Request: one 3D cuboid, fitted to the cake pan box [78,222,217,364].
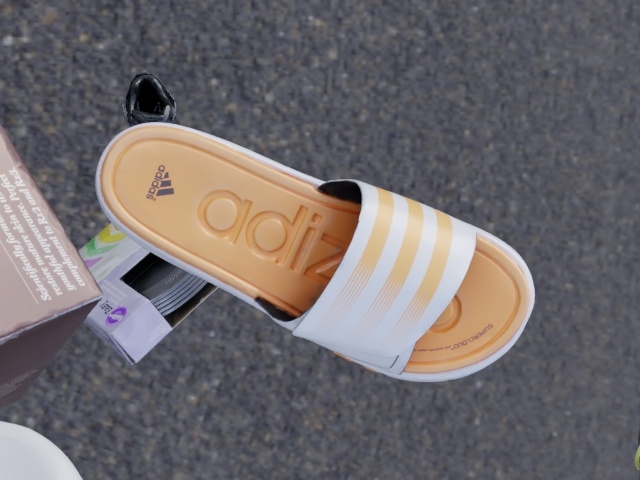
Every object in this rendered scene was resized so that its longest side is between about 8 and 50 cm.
[{"bbox_3d":[-0.235,0.034,1.633,0.246,0.267,0.070,-44,124,-13],"label":"cake pan box"}]

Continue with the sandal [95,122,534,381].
[{"bbox_3d":[-0.005,0.010,0.653,0.076,0.265,0.102,-157,-92,-86],"label":"sandal"}]

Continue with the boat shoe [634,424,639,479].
[{"bbox_3d":[0.216,0.131,0.645,0.068,0.228,0.081,37,103,-9],"label":"boat shoe"}]

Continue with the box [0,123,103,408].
[{"bbox_3d":[-0.298,0.045,0.853,0.167,0.203,0.168,-24,77,-42],"label":"box"}]

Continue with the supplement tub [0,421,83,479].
[{"bbox_3d":[-0.170,0.205,0.581,0.144,0.144,0.200,-41,140,-37],"label":"supplement tub"}]

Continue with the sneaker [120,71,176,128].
[{"bbox_3d":[-0.184,-0.109,1.278,0.058,0.084,0.152,-7,85,-8],"label":"sneaker"}]
